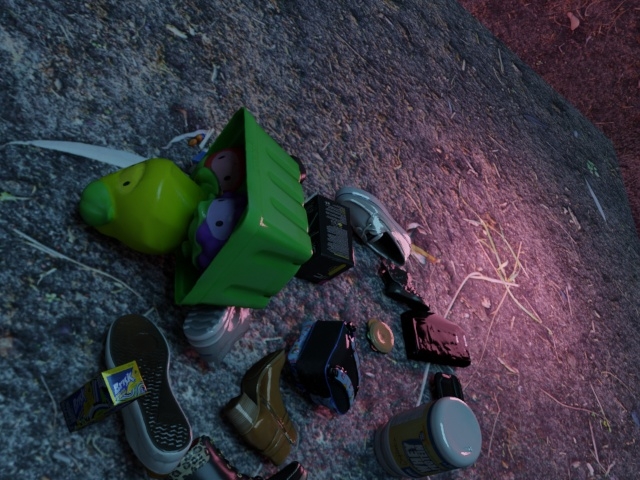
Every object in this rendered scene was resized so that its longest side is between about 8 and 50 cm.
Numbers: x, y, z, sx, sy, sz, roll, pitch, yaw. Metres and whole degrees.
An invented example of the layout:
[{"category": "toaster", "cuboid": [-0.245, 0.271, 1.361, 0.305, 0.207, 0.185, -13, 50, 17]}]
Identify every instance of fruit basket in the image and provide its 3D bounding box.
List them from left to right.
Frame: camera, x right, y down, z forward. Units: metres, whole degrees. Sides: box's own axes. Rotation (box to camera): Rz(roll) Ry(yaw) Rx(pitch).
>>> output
[{"category": "fruit basket", "cuboid": [-0.229, -0.072, 1.175, 0.392, 0.283, 0.392, 31, 30, -20]}]

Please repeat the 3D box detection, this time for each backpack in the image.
[{"category": "backpack", "cuboid": [0.018, 0.270, 1.334, 0.158, 0.116, 0.173, -63, 145, -44]}]

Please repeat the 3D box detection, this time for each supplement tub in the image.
[{"category": "supplement tub", "cuboid": [0.228, 0.429, 1.374, 0.144, 0.199, 0.144, 24, 50, -32]}]

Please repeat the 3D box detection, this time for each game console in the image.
[{"category": "game console", "cuboid": [0.311, 0.355, 1.626, 0.213, 0.044, 0.361, 17, 54, -35]}]

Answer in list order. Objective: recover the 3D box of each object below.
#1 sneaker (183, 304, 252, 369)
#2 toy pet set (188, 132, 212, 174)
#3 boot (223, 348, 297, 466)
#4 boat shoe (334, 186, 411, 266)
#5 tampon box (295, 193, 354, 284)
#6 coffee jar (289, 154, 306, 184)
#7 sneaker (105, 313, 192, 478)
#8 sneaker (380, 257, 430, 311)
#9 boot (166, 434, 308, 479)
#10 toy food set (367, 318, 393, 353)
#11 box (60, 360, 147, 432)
[{"category": "sneaker", "cuboid": [-0.182, 0.135, 1.262, 0.281, 0.105, 0.115, -57, 144, -52]}, {"category": "toy pet set", "cuboid": [-0.239, -0.183, 1.405, 0.122, 0.065, 0.114, 50, 41, -8]}, {"category": "boot", "cuboid": [-0.090, 0.320, 1.238, 0.152, 0.073, 0.197, 51, 45, -13]}, {"category": "boat shoe", "cuboid": [0.136, -0.030, 1.661, 0.267, 0.096, 0.088, 45, 37, -27]}, {"category": "tampon box", "cuboid": [0.000, 0.000, 1.481, 0.101, 0.120, 0.161, 20, 53, -34]}, {"category": "coffee jar", "cuboid": [-0.117, -0.138, 1.472, 0.184, 0.096, 0.079, -28, 89, -50]}, {"category": "sneaker", "cuboid": [-0.300, 0.257, 1.059, 0.105, 0.123, 0.290, 0, 44, -32]}, {"category": "sneaker", "cuboid": [0.226, 0.120, 1.680, 0.170, 0.051, 0.089, 27, 53, -26]}, {"category": "boot", "cuboid": [-0.144, 0.405, 1.104, 0.236, 0.085, 0.179, -28, 86, -40]}, {"category": "toy food set", "cuboid": [0.146, 0.235, 1.553, 0.083, 0.020, 0.083, 31, 47, -28]}, {"category": "box", "cuboid": [-0.331, 0.238, 0.969, 0.059, 0.169, 0.054, -14, 76, -47]}]
